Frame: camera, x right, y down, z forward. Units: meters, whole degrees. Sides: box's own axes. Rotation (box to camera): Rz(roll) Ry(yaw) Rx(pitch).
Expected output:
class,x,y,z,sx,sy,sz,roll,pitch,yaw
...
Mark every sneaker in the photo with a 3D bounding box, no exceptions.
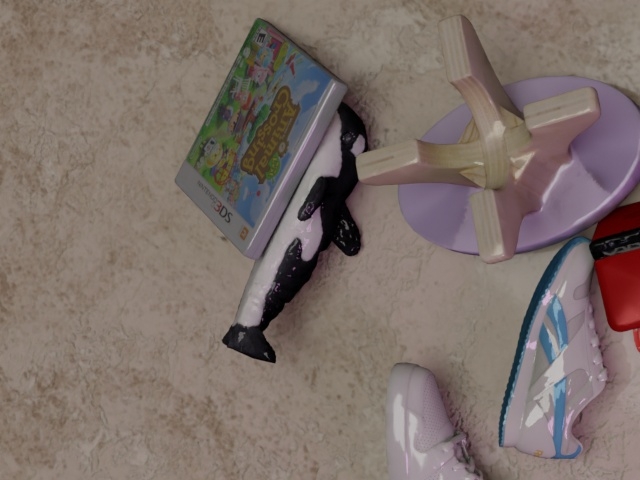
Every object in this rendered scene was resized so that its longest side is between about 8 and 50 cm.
class,x,y,z,sx,sy,sz,roll,pitch,yaw
sneaker,0.249,0.109,1.892,0.092,0.087,0.228,15,94,2
sneaker,0.165,0.262,1.919,0.169,0.108,0.292,-7,97,23

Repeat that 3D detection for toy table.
class,x,y,z,sx,sy,sz,roll,pitch,yaw
toy table,0.177,-0.085,1.856,0.274,0.161,0.252,-28,67,21

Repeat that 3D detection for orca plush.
class,x,y,z,sx,sy,sz,roll,pitch,yaw
orca plush,0.000,0.000,1.986,0.102,0.151,0.287,23,74,-15

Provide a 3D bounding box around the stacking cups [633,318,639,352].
class,x,y,z,sx,sy,sz,roll,pitch,yaw
stacking cups,0.459,0.086,1.782,0.316,0.096,0.096,-5,88,26

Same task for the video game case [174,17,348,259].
class,x,y,z,sx,sy,sz,roll,pitch,yaw
video game case,-0.069,-0.113,2.010,0.212,0.023,0.193,-62,38,13

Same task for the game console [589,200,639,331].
class,x,y,z,sx,sy,sz,roll,pitch,yaw
game console,0.348,0.013,1.836,0.144,0.124,0.085,-16,109,24
